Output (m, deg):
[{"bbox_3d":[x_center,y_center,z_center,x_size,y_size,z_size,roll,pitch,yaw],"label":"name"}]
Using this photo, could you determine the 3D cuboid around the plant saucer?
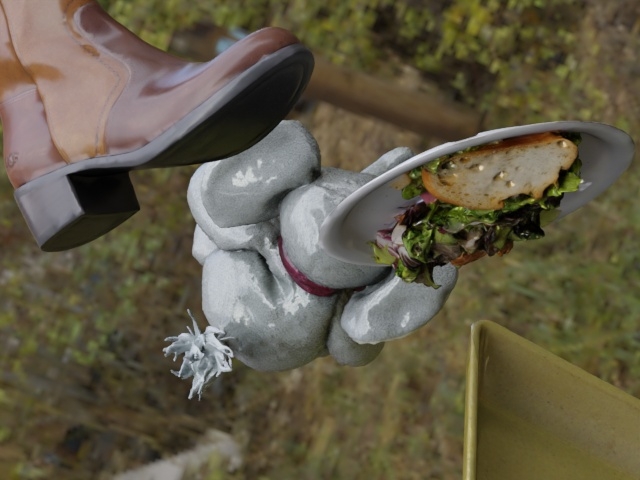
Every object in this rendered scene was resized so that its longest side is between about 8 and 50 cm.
[{"bbox_3d":[0.251,0.272,1.385,0.081,0.333,0.333,-50,20,36],"label":"plant saucer"}]

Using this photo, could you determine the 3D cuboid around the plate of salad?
[{"bbox_3d":[0.097,-0.017,0.916,0.200,0.200,0.048,128,129,-59],"label":"plate of salad"}]

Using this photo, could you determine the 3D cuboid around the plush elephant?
[{"bbox_3d":[0.000,0.000,1.485,0.255,0.272,0.330,-39,7,33],"label":"plush elephant"}]

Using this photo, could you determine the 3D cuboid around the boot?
[{"bbox_3d":[-0.154,-0.170,1.079,0.264,0.096,0.280,-31,75,35],"label":"boot"}]
